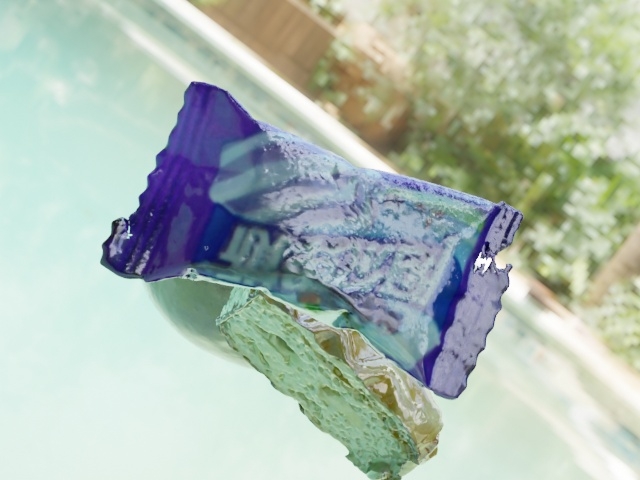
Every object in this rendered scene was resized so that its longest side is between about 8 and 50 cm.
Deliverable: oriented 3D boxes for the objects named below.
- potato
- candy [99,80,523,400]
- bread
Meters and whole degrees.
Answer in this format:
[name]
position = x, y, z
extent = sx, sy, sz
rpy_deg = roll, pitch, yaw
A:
[potato]
position = -0.075, 0.023, 1.890
extent = 0.243, 0.221, 0.326
rpy_deg = 25, 10, -10
[candy]
position = 0.000, 0.000, 1.181
extent = 0.275, 0.145, 0.070
rpy_deg = 22, -2, -9
[bread]
position = 0.012, 0.109, 1.502
extent = 0.232, 0.088, 0.128
rpy_deg = 44, -36, -11
